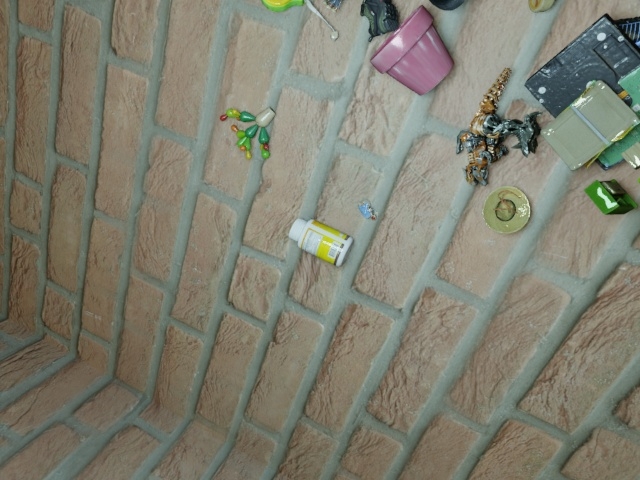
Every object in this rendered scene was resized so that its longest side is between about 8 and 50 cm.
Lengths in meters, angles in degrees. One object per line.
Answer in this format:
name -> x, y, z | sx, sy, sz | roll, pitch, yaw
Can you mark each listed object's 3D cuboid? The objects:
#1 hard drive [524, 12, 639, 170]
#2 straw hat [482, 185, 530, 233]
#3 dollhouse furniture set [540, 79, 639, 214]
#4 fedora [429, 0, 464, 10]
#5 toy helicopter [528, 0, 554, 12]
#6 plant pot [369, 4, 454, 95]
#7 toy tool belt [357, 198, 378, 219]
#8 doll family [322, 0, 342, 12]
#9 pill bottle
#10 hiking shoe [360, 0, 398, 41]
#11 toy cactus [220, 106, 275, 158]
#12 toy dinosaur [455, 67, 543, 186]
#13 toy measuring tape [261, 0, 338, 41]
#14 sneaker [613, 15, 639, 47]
hard drive -> 0.751, -0.378, 1.144 | 0.339, 0.064, 0.237 | 46, 139, -1
straw hat -> 0.573, -0.093, 1.349 | 0.145, 0.061, 0.144 | 0, 91, 14
dollhouse furniture set -> 0.767, -0.242, 1.146 | 0.197, 0.151, 0.301 | -49, 59, 42
fedora -> 0.352, -0.787, 1.116 | 0.153, 0.334, 0.333 | -23, 100, -6
toy helicopter -> 0.577, -0.761, 1.068 | 0.140, 0.234, 0.354 | -7, 132, -6
plant pot -> 0.274, -0.528, 1.248 | 0.180, 0.201, 0.201 | 41, 117, -15
toy tool belt -> 0.161, -0.100, 1.496 | 0.052, 0.051, 0.083 | -33, 95, 26
doll family -> 0.022, -0.779, 1.307 | 0.193, 0.076, 0.111 | 39, 120, 7
pill bottle -> 0.000, 0.000, 1.550 | 0.215, 0.117, 0.117 | 26, 114, 10
hiking shoe -> 0.155, -0.710, 1.272 | 0.114, 0.086, 0.226 | -7, 88, 45
toy cactus -> -0.237, -0.397, 1.520 | 0.180, 0.112, 0.219 | -40, 83, 16
toy dinosaur -> 0.506, -0.314, 1.259 | 0.219, 0.164, 0.321 | 17, 135, 31
toy measuring tape -> -0.092, -0.724, 1.345 | 0.121, 0.121, 0.330 | -39, 99, 26
sneaker -> 0.791, -0.537, 1.112 | 0.232, 0.081, 0.090 | -29, 103, 26
